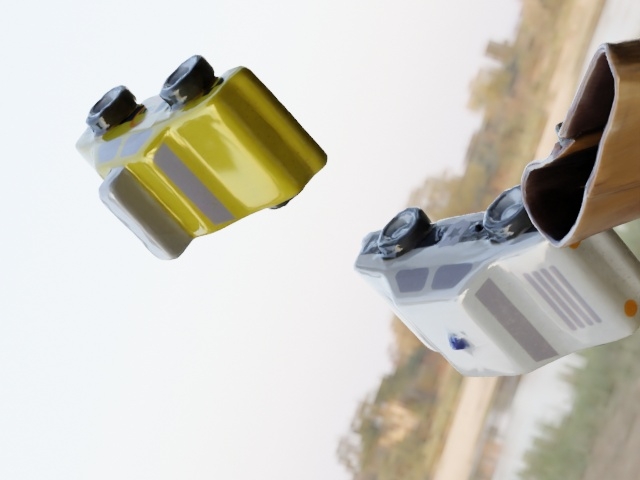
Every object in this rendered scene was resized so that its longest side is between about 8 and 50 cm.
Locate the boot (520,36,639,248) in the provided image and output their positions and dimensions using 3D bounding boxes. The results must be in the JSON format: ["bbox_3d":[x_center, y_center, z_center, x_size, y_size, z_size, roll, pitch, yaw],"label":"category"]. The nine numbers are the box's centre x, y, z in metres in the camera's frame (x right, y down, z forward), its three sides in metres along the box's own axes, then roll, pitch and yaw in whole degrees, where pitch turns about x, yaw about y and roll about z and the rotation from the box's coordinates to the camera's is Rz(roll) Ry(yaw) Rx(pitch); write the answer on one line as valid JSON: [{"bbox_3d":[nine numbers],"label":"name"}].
[{"bbox_3d":[0.223,-0.096,0.569,0.264,0.280,0.096,118,139,-70],"label":"boot"}]

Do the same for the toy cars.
[{"bbox_3d":[0.000,0.000,0.931,0.087,0.393,0.176,-56,-24,-28],"label":"toy cars"}]
